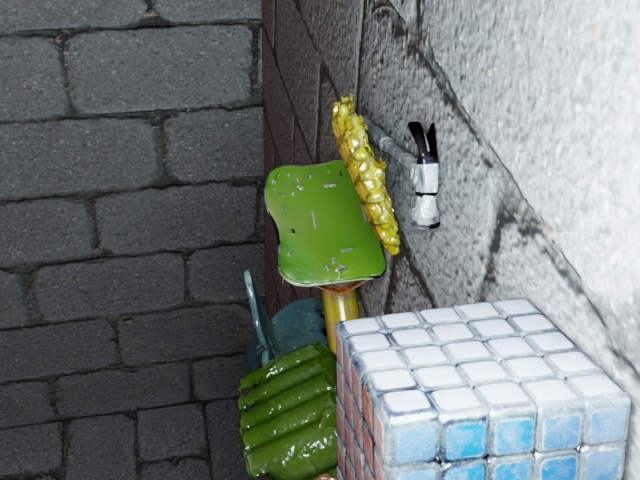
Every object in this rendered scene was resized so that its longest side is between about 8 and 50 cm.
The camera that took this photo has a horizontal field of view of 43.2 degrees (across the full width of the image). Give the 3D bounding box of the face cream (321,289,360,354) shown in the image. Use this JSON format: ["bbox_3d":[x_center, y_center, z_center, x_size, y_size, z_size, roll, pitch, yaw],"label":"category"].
[{"bbox_3d":[0.041,0.116,1.805,0.078,0.078,0.273,132,131,-76],"label":"face cream"}]

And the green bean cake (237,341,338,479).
[{"bbox_3d":[-0.007,0.415,1.610,0.335,0.218,0.319,-102,-13,-57],"label":"green bean cake"}]

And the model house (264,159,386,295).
[{"bbox_3d":[0.001,-0.001,1.619,0.154,0.207,0.294,93,167,-54],"label":"model house"}]

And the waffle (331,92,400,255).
[{"bbox_3d":[0.077,-0.108,1.355,0.245,0.052,0.254,70,179,-49],"label":"waffle"}]

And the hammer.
[{"bbox_3d":[0.117,-0.145,1.348,0.427,0.044,0.152,-125,32,-70],"label":"hammer"}]

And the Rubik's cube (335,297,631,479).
[{"bbox_3d":[0.152,0.217,0.835,0.238,0.237,0.237,-121,28,-68],"label":"Rubik's cube"}]

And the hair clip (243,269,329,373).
[{"bbox_3d":[-0.046,0.284,1.933,0.392,0.238,0.318,95,164,-47],"label":"hair clip"}]

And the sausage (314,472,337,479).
[{"bbox_3d":[0.078,0.525,1.437,0.289,0.086,0.086,49,-179,-19],"label":"sausage"}]
